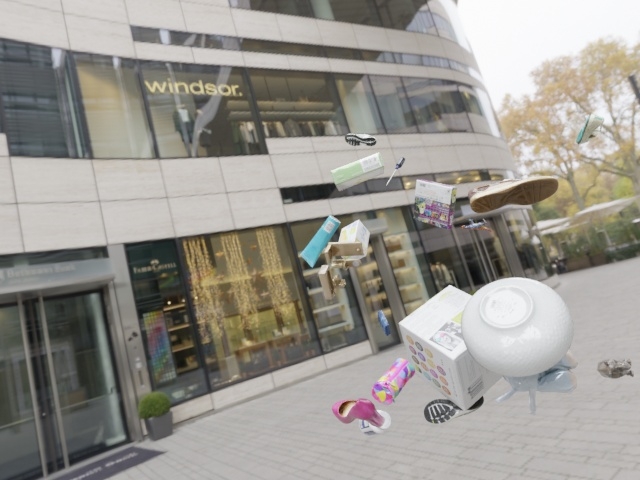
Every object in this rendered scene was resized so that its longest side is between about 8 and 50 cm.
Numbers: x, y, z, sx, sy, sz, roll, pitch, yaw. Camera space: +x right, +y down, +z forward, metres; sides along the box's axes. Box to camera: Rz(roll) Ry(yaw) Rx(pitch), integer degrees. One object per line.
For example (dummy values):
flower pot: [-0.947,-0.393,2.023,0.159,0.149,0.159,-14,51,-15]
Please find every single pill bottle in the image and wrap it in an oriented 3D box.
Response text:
pill bottle: [0.240,0.792,1.841,0.094,0.094,0.169,-11,-24,-25]

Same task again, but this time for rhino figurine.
rhino figurine: [1.086,0.473,1.560,0.106,0.073,0.243,-12,-21,26]

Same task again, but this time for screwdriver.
screwdriver: [0.272,-0.254,1.542,0.024,0.025,0.170,11,44,30]

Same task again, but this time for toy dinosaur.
toy dinosaur: [0.556,-0.049,1.526,0.082,0.090,0.047,-32,-7,24]

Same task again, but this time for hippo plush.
hippo plush: [0.767,0.470,1.531,0.234,0.294,0.236,16,-12,15]

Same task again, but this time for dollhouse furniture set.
dollhouse furniture set: [0.081,0.105,1.477,0.123,0.144,0.151,-3,31,21]

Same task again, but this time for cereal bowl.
cereal bowl: [0.609,0.250,1.351,0.339,0.339,0.141,-20,-51,23]

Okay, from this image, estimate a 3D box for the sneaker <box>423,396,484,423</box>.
sneaker: [0.631,0.788,1.982,0.300,0.111,0.121,-26,-39,21]

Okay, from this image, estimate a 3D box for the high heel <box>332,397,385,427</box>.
high heel: [0.087,0.522,1.329,0.082,0.117,0.244,-52,19,-24]

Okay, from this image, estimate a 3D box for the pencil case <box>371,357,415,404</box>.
pencil case: [0.297,0.565,1.707,0.104,0.104,0.236,-23,0,36]

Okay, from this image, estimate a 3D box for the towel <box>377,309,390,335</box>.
towel: [0.288,0.376,1.931,0.029,0.067,0.119,-13,25,-2]

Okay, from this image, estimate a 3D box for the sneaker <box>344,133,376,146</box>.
sneaker: [0.136,-0.343,1.441,0.109,0.040,0.043,9,28,1]

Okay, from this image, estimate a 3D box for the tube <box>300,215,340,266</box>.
tube: [0.000,0.000,1.649,0.052,0.080,0.207,21,-72,-51]

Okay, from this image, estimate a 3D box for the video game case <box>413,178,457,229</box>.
video game case: [0.569,-0.184,2.118,0.042,0.210,0.232,-12,23,-33]

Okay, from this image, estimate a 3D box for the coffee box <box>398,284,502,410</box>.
coffee box: [0.613,0.469,1.907,0.338,0.337,0.334,-32,32,-20]

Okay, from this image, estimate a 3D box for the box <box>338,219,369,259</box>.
box: [0.166,0.007,2.122,0.114,0.103,0.203,-29,24,27]

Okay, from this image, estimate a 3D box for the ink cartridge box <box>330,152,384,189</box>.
ink cartridge box: [0.133,-0.226,1.471,0.171,0.056,0.235,-21,-7,6]

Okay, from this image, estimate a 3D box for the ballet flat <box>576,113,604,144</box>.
ballet flat: [0.862,-0.347,1.351,0.052,0.057,0.168,17,-4,22]

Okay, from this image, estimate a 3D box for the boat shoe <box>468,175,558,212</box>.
boat shoe: [0.788,-0.212,1.753,0.342,0.123,0.123,-15,-52,17]
